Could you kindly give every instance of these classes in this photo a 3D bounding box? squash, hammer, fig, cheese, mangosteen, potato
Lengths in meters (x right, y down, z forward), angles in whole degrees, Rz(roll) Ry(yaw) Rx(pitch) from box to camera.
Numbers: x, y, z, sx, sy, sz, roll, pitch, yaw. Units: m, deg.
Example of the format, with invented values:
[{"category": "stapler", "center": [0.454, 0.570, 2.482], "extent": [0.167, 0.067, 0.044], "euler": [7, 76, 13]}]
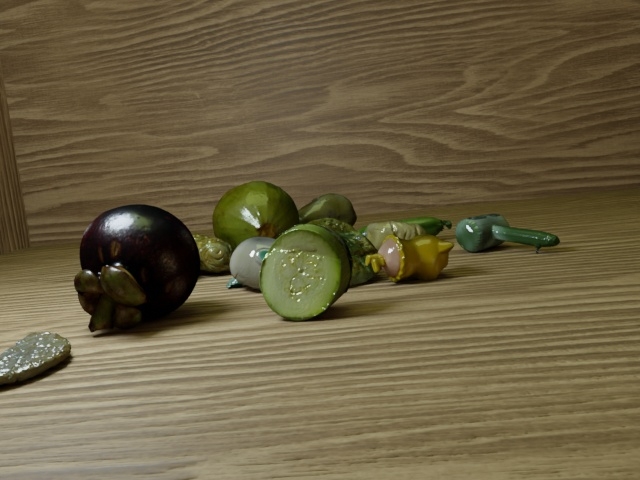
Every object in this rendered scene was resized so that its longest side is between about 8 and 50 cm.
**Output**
[{"category": "squash", "center": [0.326, -0.033, 2.348], "extent": [0.379, 0.101, 0.101], "euler": [-10, 7, -1]}, {"category": "hammer", "center": [0.621, -0.012, 1.949], "extent": [0.207, 0.118, 0.336], "euler": [-12, 16, -38]}, {"category": "fig", "center": [-0.225, -0.057, 2.199], "extent": [0.344, 0.342, 0.343], "euler": [-6, 7, 1]}, {"category": "cheese", "center": [0.277, -0.014, 2.189], "extent": [0.214, 0.117, 0.226], "euler": [-1, 2, -8]}, {"category": "mangosteen", "center": [-0.464, 0.077, 1.479], "extent": [0.307, 0.306, 0.346], "euler": [-2, 37, 30]}, {"category": "squash", "center": [-0.042, 0.067, 1.392], "extent": [0.220, 0.220, 0.133], "euler": [-3, 5, 22]}, {"category": "potato", "center": [-0.011, -0.067, 2.488], "extent": [0.351, 0.202, 0.218], "euler": [-16, -26, -28]}]

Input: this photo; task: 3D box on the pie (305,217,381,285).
[{"category": "pie", "center": [0.046, 0.030, 1.729], "extent": [0.277, 0.078, 0.277], "euler": [17, 32, -11]}]

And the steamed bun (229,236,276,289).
[{"category": "steamed bun", "center": [-0.157, 0.059, 1.742], "extent": [0.228, 0.130, 0.177], "euler": [16, 28, 36]}]

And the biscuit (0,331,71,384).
[{"category": "biscuit", "center": [-0.576, 0.236, 1.195], "extent": [0.142, 0.038, 0.290], "euler": [-5, 9, 1]}]

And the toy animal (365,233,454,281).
[{"category": "toy animal", "center": [0.243, 0.043, 1.656], "extent": [0.230, 0.155, 0.156], "euler": [-12, 9, -18]}]

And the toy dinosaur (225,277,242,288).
[{"category": "toy dinosaur", "center": [-0.139, 0.072, 1.924], "extent": [0.383, 0.076, 0.129], "euler": [-17, 43, -27]}]

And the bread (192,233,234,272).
[{"category": "bread", "center": [-0.402, 0.050, 2.130], "extent": [0.152, 0.129, 0.268], "euler": [30, -13, -34]}]
